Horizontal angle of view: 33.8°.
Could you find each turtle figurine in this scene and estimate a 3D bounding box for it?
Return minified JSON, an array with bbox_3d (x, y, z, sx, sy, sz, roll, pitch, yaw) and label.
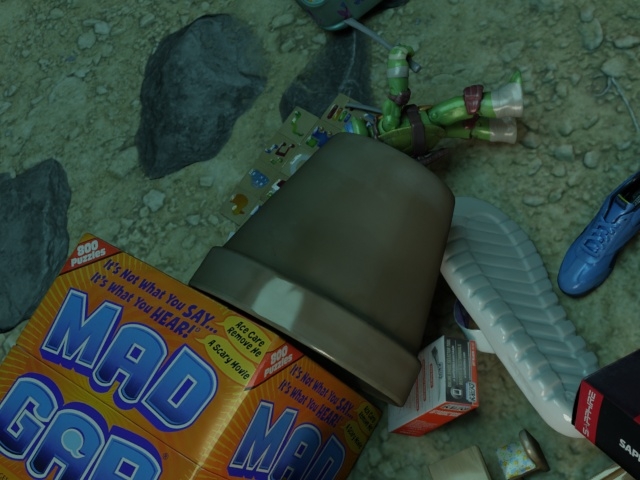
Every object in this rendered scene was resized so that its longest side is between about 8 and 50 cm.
[{"bbox_3d":[0.161,-0.225,1.588,0.266,0.198,0.275,-2,36,2],"label":"turtle figurine"}]

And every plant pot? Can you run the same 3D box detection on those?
[{"bbox_3d":[0.030,0.021,1.398,0.323,0.323,0.280,23,79,32],"label":"plant pot"}]

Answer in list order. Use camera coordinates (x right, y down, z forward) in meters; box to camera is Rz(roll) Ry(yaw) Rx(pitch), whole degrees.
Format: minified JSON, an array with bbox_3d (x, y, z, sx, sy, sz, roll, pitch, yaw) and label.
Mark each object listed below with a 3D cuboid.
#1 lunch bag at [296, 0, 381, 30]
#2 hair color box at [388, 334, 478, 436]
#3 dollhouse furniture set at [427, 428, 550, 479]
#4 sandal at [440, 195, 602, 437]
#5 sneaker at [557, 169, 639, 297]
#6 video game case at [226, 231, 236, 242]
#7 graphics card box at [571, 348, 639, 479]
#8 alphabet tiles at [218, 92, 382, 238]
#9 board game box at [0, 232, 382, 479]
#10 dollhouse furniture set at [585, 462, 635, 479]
[{"bbox_3d":[0.058,-0.516,1.843,0.279,0.108,0.224,-40,51,2],"label":"lunch bag"},{"bbox_3d":[0.150,0.201,1.430,0.167,0.053,0.093,134,142,-58],"label":"hair color box"},{"bbox_3d":[0.200,0.375,1.315,0.212,0.161,0.242,-27,58,12],"label":"dollhouse furniture set"},{"bbox_3d":[0.250,0.106,1.450,0.102,0.169,0.416,-63,37,39],"label":"sandal"},{"bbox_3d":[0.396,-0.016,1.458,0.209,0.082,0.069,-49,58,-1],"label":"sneaker"},{"bbox_3d":[-0.108,0.034,1.704,0.122,0.011,0.087,9,71,29],"label":"video game case"},{"bbox_3d":[0.496,0.243,1.180,0.232,0.094,0.371,-20,41,-25],"label":"graphics card box"},{"bbox_3d":[-0.007,-0.074,1.722,0.285,0.011,0.343,33,83,33],"label":"alphabet tiles"},{"bbox_3d":[-0.200,0.267,1.441,0.356,0.356,0.356,25,79,32],"label":"board game box"},{"bbox_3d":[0.396,0.320,1.269,0.144,0.123,0.151,-34,56,8],"label":"dollhouse furniture set"}]
